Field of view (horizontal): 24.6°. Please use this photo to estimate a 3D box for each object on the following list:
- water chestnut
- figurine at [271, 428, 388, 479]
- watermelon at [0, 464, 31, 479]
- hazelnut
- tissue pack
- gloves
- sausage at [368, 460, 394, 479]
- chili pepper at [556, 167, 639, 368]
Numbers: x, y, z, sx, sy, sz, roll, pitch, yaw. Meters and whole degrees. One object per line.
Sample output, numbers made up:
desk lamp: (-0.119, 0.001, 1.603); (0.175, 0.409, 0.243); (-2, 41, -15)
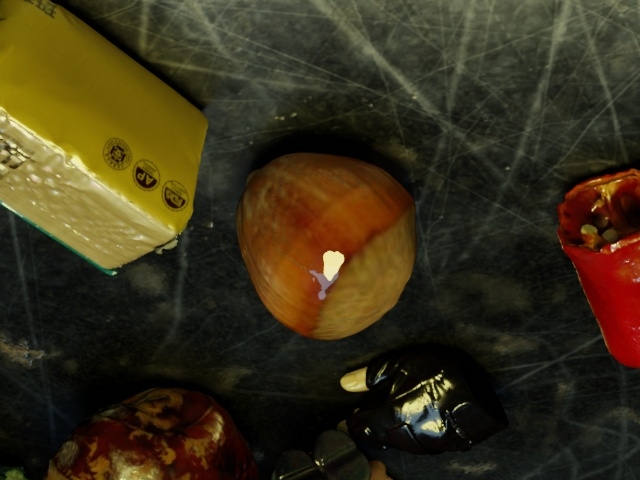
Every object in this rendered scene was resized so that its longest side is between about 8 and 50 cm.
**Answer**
water chestnut: (-0.216, 0.324, 1.850); (0.244, 0.289, 0.289); (52, 132, 12)
figurine: (-0.008, 0.351, 1.903); (0.185, 0.204, 0.332); (-24, 135, -16)
watermelon: (-0.435, 0.409, 2.008); (0.148, 0.226, 0.318); (-23, 164, -15)
hazelnut: (0.000, 0.000, 1.559); (0.214, 0.176, 0.214); (14, 121, 24)
tissue pack: (-0.253, -0.117, 1.447); (0.271, 0.192, 0.134); (36, 130, -28)
gloves: (0.109, 0.212, 1.815); (0.203, 0.124, 0.164); (-32, 106, 24)
sausage: (0.077, 0.327, 1.986); (0.030, 0.035, 0.147); (-13, 134, 45)
chili pepper: (0.369, 0.073, 1.619); (0.134, 0.131, 0.338); (-31, 125, 1)
